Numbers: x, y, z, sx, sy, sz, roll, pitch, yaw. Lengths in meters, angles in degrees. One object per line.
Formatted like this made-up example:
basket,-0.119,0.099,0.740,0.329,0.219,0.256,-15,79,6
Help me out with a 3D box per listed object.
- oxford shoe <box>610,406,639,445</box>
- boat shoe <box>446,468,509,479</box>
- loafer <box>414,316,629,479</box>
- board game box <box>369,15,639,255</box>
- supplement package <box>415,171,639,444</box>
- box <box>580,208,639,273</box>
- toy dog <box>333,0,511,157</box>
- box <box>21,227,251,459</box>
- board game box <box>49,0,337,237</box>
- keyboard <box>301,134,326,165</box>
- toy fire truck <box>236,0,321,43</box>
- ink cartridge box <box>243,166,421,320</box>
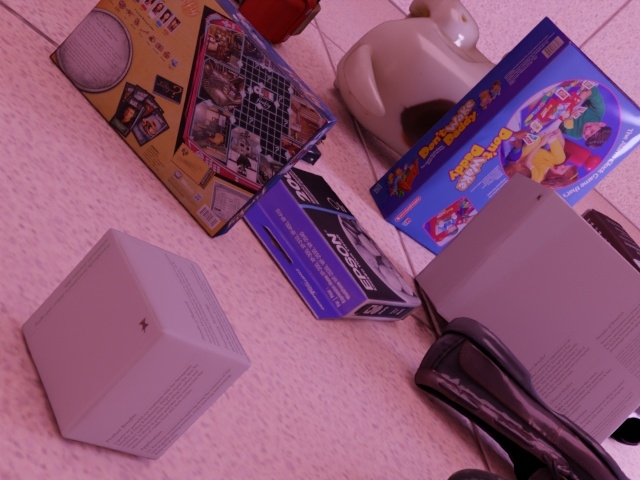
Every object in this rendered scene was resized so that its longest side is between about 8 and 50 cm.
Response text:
oxford shoe,0.459,0.262,1.822,0.271,0.097,0.098,23,47,-43
boat shoe,0.247,0.305,1.115,0.335,0.121,0.119,39,22,-17
loafer,0.220,0.221,1.344,0.302,0.095,0.109,48,-23,-2
board game box,0.274,-0.115,1.768,0.233,0.347,0.078,34,20,-37
supplement package,0.288,0.082,1.544,0.262,0.199,0.198,43,5,-9
box,0.488,0.083,2.132,0.203,0.167,0.168,55,19,26
toy dog,0.238,-0.187,1.976,0.408,0.284,0.395,49,17,3
box,-0.122,0.069,0.813,0.087,0.101,0.102,26,24,-48
board game box,-0.123,-0.147,1.201,0.243,0.165,0.042,48,17,5
keyboard,-0.086,-0.222,1.700,0.201,0.033,0.317,21,31,-56
toy fire truck,-0.117,-0.418,1.913,0.217,0.158,0.246,48,28,6
ink cartridge box,0.000,0.000,1.368,0.206,0.045,0.208,53,19,20
